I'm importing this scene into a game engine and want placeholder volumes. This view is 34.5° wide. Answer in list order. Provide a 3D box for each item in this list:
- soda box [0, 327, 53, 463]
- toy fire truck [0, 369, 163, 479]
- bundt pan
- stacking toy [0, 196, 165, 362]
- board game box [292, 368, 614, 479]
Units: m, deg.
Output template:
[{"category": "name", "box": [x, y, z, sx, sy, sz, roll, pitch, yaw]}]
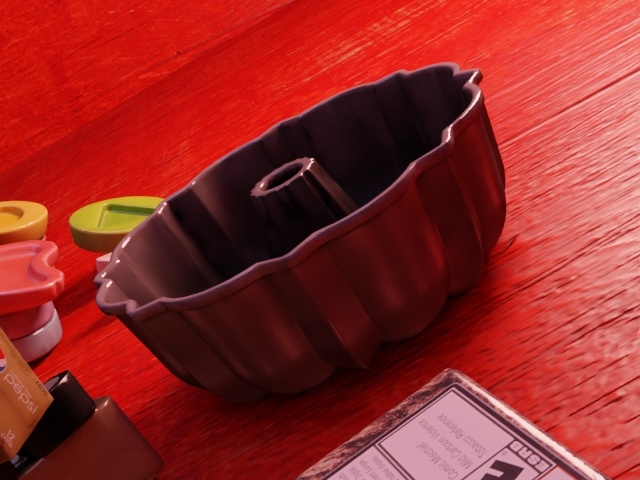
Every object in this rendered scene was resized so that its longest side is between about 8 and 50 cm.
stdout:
[{"category": "soda box", "box": [-0.247, 0.113, 0.584, 0.181, 0.061, 0.058, -24, 20, 21]}, {"category": "toy fire truck", "box": [-0.248, 0.186, 0.686, 0.217, 0.158, 0.246, -43, 11, -30]}, {"category": "bundt pan", "box": [0.000, 0.000, 0.786, 0.331, 0.124, 0.331, -28, 20, 11]}, {"category": "stacking toy", "box": [-0.296, 0.054, 1.188, 0.280, 0.130, 0.309, -6, 21, -7]}, {"category": "board game box", "box": [-0.001, 0.201, 0.267, 0.291, 0.141, 0.232, -34, 20, -9]}]
